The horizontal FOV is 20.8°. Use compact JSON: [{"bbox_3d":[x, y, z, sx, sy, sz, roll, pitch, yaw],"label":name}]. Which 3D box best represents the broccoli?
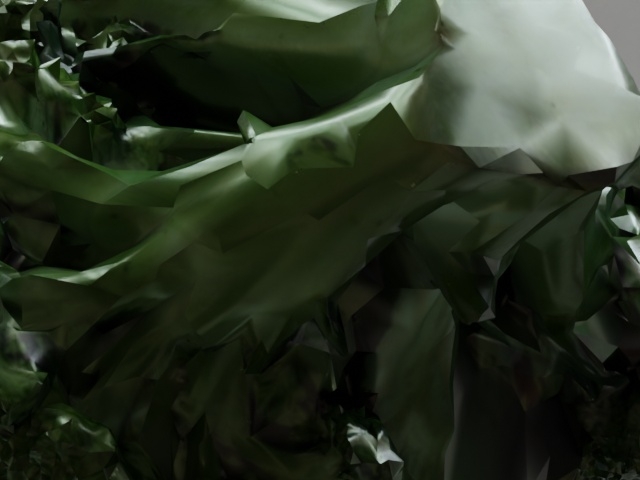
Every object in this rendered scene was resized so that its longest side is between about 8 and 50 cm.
[{"bbox_3d":[-0.001,-0.008,0.710,0.413,0.321,0.310,5,-58,-32],"label":"broccoli"}]
